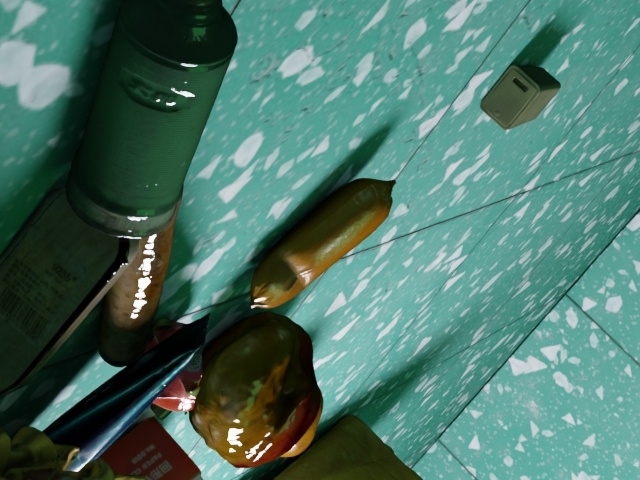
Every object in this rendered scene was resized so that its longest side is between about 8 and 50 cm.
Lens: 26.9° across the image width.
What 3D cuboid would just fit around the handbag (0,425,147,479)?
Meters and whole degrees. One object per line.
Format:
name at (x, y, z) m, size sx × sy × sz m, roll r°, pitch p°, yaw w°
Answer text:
handbag at (-0.257, 0.251, 0.850) m, size 0.283 × 0.133 × 0.401 m, roll -63°, pitch 164°, yaw -3°

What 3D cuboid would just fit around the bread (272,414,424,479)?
bread at (-0.017, 0.466, 2.053) m, size 0.362 × 0.245 × 0.233 m, roll -28°, pitch 158°, yaw -54°

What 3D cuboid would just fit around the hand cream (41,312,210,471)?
hand cream at (-0.195, 0.158, 1.110) m, size 0.270 × 0.061 × 0.120 m, roll -38°, pitch -173°, yaw 4°

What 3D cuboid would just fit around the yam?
yam at (-0.137, 0.020, 1.000) m, size 0.046 × 0.046 × 0.264 m, roll -35°, pitch 162°, yaw -31°

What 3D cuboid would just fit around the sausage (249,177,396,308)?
sausage at (0.000, 0.000, 1.270) m, size 0.183 × 0.054 × 0.062 m, roll -42°, pitch 132°, yaw -4°

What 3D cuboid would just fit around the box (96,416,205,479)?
box at (-0.211, 0.283, 1.368) m, size 0.182 × 0.099 × 0.133 m, roll -36°, pitch 163°, yaw -26°

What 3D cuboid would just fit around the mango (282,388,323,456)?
mango at (-0.046, 0.211, 1.632) m, size 0.105 × 0.084 × 0.159 m, roll -58°, pitch -173°, yaw -11°

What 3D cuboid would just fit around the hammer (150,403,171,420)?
hammer at (-0.150, 0.172, 1.400) m, size 0.035 × 0.019 × 0.110 m, roll -43°, pitch 169°, yaw -4°

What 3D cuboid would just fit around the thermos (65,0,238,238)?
thermos at (-0.093, -0.088, 0.792) m, size 0.083 × 0.073 × 0.187 m, roll -29°, pitch 157°, yaw -40°

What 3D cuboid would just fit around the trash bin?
trash bin at (0.219, -0.155, 1.434) m, size 0.061 × 0.043 × 0.092 m, roll -52°, pitch 163°, yaw 25°

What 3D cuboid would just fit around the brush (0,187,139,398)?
brush at (-0.231, 0.089, 0.924) m, size 0.327 × 0.070 × 0.065 m, roll -48°, pitch 174°, yaw 17°

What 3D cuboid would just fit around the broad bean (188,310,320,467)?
broad bean at (-0.062, 0.155, 1.376) m, size 0.156 × 0.122 × 0.228 m, roll -45°, pitch 168°, yaw -12°

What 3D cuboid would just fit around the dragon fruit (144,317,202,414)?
dragon fruit at (-0.135, 0.107, 1.190) m, size 0.060 × 0.083 × 0.056 m, roll 5°, pitch 149°, yaw -6°
